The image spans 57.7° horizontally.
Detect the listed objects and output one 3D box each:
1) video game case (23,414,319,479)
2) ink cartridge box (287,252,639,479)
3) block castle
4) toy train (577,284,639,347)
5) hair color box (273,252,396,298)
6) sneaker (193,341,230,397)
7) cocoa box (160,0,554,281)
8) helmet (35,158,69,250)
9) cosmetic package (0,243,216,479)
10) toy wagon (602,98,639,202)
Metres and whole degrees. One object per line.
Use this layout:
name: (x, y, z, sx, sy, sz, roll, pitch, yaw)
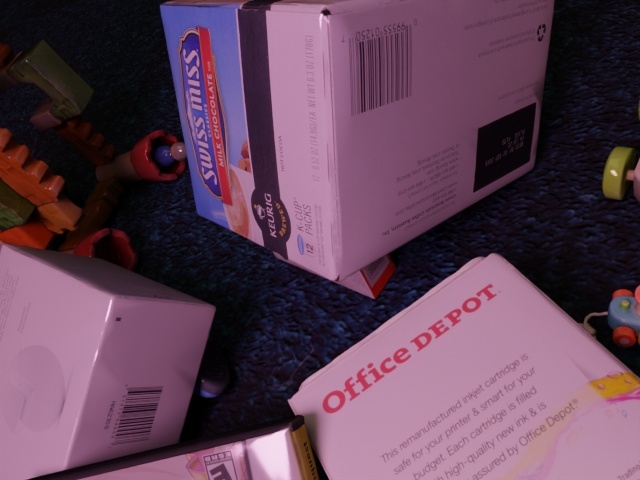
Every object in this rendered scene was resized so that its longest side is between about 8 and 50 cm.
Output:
video game case: (-0.111, 0.290, 0.451, 0.275, 0.035, 0.248, -17, 82, 13)
ink cartridge box: (0.148, 0.189, 0.429, 0.226, 0.131, 0.306, -34, 44, -2)
block castle: (-0.405, -0.158, 0.799, 0.213, 0.453, 0.303, -11, 47, 31)
toy train: (0.290, 0.093, 0.476, 0.125, 0.046, 0.166, -26, 42, -17)
hair color box: (0.000, 0.000, 0.697, 0.167, 0.093, 0.053, 19, 63, 38)
sneaker: (-0.189, 0.142, 0.705, 0.209, 0.069, 0.082, 30, 96, 36)
cocoa box: (0.052, -0.152, 0.616, 0.347, 0.231, 0.228, -27, 36, -36)
helmet: (-0.513, -0.064, 0.978, 0.169, 0.169, 0.161, -22, 61, 10)
cosmetic package: (-0.259, 0.142, 0.626, 0.225, 0.138, 0.224, 16, 90, 35)
toy wagon: (0.459, -0.122, 0.574, 0.267, 0.068, 0.344, 16, 62, 37)
